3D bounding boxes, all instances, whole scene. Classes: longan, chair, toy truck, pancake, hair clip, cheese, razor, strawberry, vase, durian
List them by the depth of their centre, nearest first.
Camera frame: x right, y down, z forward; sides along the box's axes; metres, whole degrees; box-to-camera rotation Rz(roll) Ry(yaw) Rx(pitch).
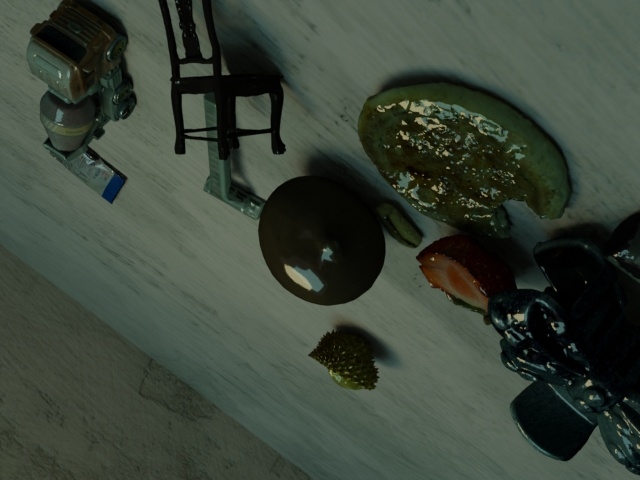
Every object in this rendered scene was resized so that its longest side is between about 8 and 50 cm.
[{"bbox_3d":[0.389,0.055,0.772,0.211,0.060,0.060,36,156,-2],"label":"vase"},{"bbox_3d":[0.149,-0.085,0.851,0.253,0.037,0.253,26,156,12],"label":"pancake"},{"bbox_3d":[0.330,0.143,0.860,0.310,0.194,0.206,44,155,12],"label":"hair clip"},{"bbox_3d":[-0.121,-0.216,0.920,0.106,0.113,0.229,12,110,41],"label":"chair"},{"bbox_3d":[0.185,0.037,0.958,0.146,0.082,0.187,23,168,30],"label":"strawberry"},{"bbox_3d":[0.105,-0.019,1.044,0.083,0.030,0.044,45,176,-33],"label":"cheese"},{"bbox_3d":[0.000,0.000,1.050,0.189,0.189,0.189,28,156,14],"label":"longan"},{"bbox_3d":[-0.364,-0.225,1.130,0.108,0.140,0.257,34,156,4],"label":"toy truck"},{"bbox_3d":[-0.149,-0.124,1.145,0.111,0.056,0.278,30,156,15],"label":"razor"},{"bbox_3d":[0.060,0.235,1.516,0.146,0.102,0.208,36,180,4],"label":"durian"}]

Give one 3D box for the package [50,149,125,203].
[{"bbox_3d":[-0.488,-0.151,1.576,0.173,0.027,0.171,39,153,-12],"label":"package"}]
